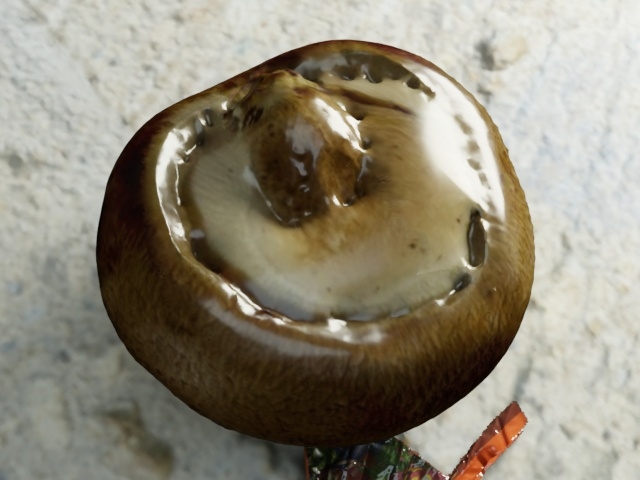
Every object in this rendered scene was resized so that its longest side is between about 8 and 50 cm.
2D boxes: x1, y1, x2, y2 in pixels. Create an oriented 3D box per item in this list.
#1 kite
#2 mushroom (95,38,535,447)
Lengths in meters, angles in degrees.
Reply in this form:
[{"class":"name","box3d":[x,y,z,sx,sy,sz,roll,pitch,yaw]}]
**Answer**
[{"class":"kite","box3d":[0.066,0.166,0.792,0.232,0.009,0.189,38,65,10]},{"class":"mushroom","box3d":[0.000,0.000,0.782,0.253,0.153,0.253,3,62,-6]}]
